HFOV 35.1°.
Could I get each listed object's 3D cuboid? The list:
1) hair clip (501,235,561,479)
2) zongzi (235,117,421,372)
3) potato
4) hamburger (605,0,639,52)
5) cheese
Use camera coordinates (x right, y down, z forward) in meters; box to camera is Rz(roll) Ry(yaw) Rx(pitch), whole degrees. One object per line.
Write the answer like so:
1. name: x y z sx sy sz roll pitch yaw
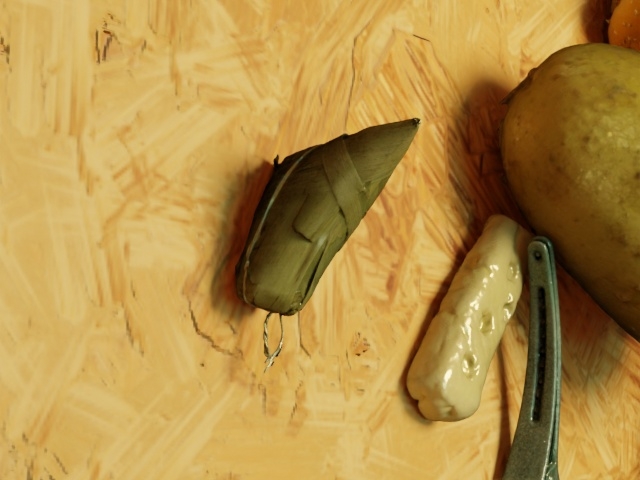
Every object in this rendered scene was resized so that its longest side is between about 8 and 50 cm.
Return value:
1. hair clip: 0.180 0.110 0.850 0.070 0.039 0.230 -1 93 -54
2. zongzi: 0.000 0.000 0.625 0.062 0.130 0.154 35 59 -28
3. potato: 0.311 -0.023 0.890 0.359 0.219 0.270 29 19 -33
4. hamburger: 0.397 -0.228 1.049 0.182 0.190 0.118 41 53 -59
5. cheese: 0.125 0.060 0.822 0.065 0.043 0.194 48 54 -25
